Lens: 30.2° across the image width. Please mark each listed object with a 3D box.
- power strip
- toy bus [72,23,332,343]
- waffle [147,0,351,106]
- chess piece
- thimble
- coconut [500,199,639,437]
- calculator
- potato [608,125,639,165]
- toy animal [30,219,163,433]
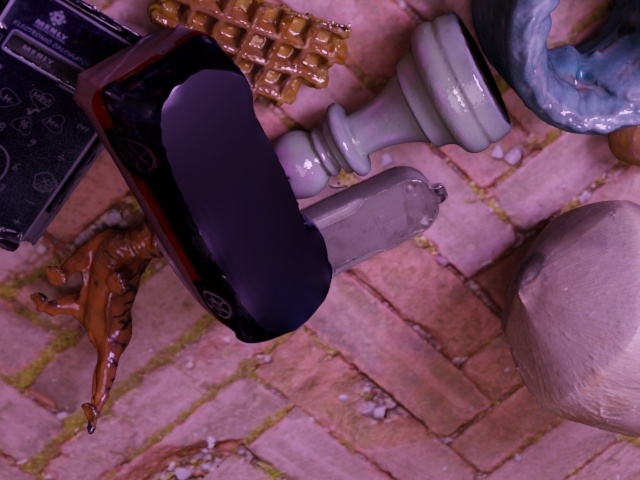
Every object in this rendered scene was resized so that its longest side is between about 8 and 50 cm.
[{"bbox_3d":[0.001,0.001,1.266,0.286,0.048,0.080,-26,121,3],"label":"power strip"},{"bbox_3d":[-0.105,-0.051,1.114,0.127,0.147,0.303,-38,123,-18],"label":"toy bus"},{"bbox_3d":[-0.067,-0.202,1.150,0.192,0.046,0.161,-15,119,-3],"label":"waffle"},{"bbox_3d":[0.044,-0.108,1.189,0.271,0.139,0.139,-26,119,17],"label":"chess piece"},{"bbox_3d":[0.258,-0.214,1.142,0.198,0.143,0.235,-23,125,2],"label":"thimble"},{"bbox_3d":[0.307,0.076,1.254,0.247,0.245,0.245,25,110,-20],"label":"coconut"},{"bbox_3d":[-0.288,-0.118,1.149,0.165,0.028,0.274,30,114,-22],"label":"calculator"},{"bbox_3d":[0.374,-0.148,1.240,0.107,0.080,0.170,27,106,-14],"label":"potato"},{"bbox_3d":[-0.228,0.088,1.252,0.114,0.116,0.255,30,119,23],"label":"toy animal"}]
